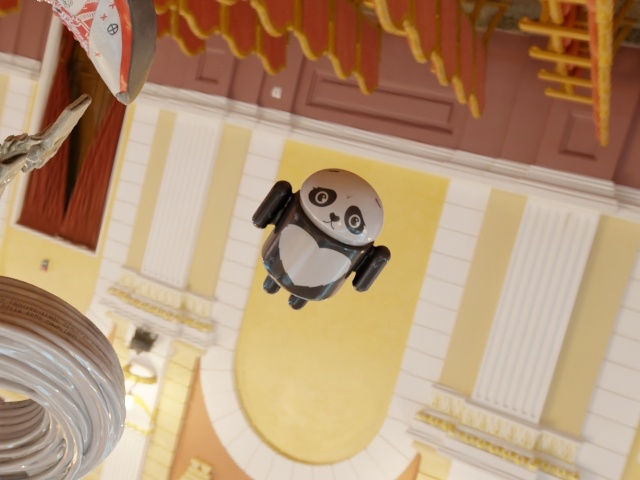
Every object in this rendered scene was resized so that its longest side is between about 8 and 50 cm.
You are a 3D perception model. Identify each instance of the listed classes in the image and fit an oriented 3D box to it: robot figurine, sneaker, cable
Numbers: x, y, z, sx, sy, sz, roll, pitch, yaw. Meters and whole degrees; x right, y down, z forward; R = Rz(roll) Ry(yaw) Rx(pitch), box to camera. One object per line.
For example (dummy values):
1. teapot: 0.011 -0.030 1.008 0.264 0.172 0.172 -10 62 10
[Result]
1. robot figurine: -0.002 0.000 1.152 0.209 0.278 0.173 10 -142 -37
2. sneaker: -0.280 -0.281 0.744 0.145 0.090 0.270 21 153 -2
3. cable: -0.314 0.147 0.601 0.257 0.257 0.089 42 -157 -28

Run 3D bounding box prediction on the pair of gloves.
1. pair of gloves: -0.514 -0.157 1.103 0.042 0.204 0.240 44 -137 -13
